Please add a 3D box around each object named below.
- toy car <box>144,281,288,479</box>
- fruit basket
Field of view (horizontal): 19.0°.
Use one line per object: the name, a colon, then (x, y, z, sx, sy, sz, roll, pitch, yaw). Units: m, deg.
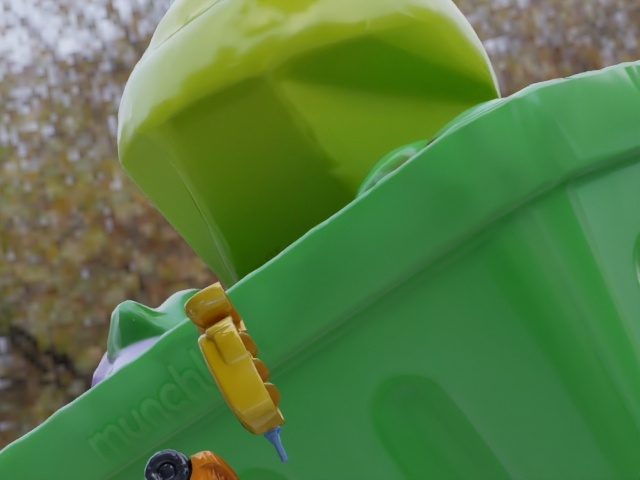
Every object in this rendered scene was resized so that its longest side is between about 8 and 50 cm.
toy car: (-0.039, 0.061, 0.432, 0.060, 0.040, 0.122, -19, -25, -15)
fruit basket: (0.000, 0.000, 0.825, 0.392, 0.392, 0.283, -31, -8, 34)
